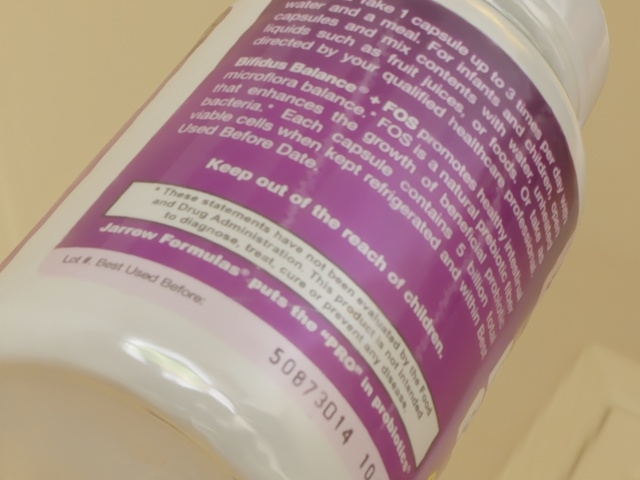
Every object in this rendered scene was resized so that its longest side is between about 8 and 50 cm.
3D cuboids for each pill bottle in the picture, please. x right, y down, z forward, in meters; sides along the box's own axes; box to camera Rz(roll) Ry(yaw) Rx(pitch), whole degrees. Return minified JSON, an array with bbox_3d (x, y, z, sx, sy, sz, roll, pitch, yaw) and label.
[{"bbox_3d":[0.000,0.000,0.692,0.301,0.169,0.169,-54,-22,-40],"label":"pill bottle"}]
